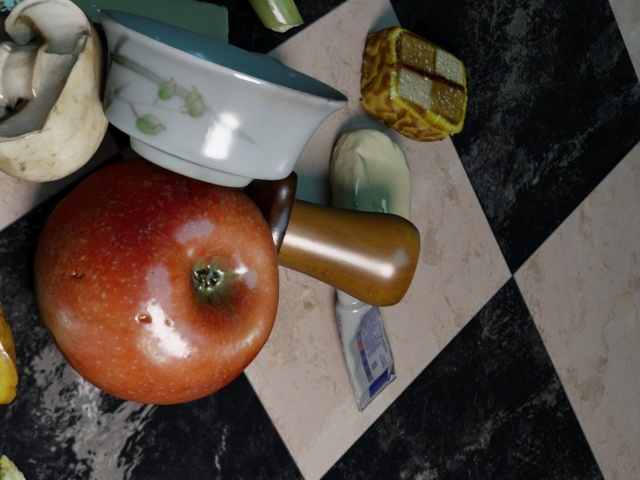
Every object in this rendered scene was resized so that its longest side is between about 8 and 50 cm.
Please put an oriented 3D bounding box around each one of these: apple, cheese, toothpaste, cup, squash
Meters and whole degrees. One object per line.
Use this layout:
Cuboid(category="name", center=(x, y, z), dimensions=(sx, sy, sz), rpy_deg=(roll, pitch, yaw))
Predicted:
Cuboid(category="apple", center=(-0.223, 0.054, 1.499), dimensions=(0.348, 0.277, 0.348), rpy_deg=(2, 87, -40))
Cuboid(category="cheese", center=(-0.305, -0.351, 1.618), dimensions=(0.400, 0.034, 0.085), rpy_deg=(3, 81, -41))
Cuboid(category="toothpaste", center=(0.074, 0.163, 1.873), dimensions=(0.099, 0.068, 0.282), rpy_deg=(-21, 123, -10))
Cuboid(category="cheese", center=(0.083, -0.067, 1.894), dimensions=(0.159, 0.093, 0.263), rpy_deg=(13, 77, -43))
Cuboid(category="cup", center=(-0.151, -0.176, 1.434), dimensions=(0.347, 0.347, 0.163), rpy_deg=(11, 105, -40))
Cuboid(category="squash", center=(-0.103, -0.461, 1.768), dimensions=(0.083, 0.083, 0.250), rpy_deg=(-35, 112, -36))

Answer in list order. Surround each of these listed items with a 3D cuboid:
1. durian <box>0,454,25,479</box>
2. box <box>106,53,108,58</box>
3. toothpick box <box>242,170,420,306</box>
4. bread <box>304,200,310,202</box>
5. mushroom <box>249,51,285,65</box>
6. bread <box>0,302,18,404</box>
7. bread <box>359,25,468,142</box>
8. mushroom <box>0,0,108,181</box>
Cuboid(category="durian", center=(-0.422, 0.391, 1.397), dimensions=(0.306, 0.172, 0.166), rpy_deg=(63, 28, -9))
Cuboid(category="box", center=(-0.332, -0.253, 1.592), dimensions=(0.083, 0.024, 0.054), rpy_deg=(47, 61, -28))
Cuboid(category="toothpick box", center=(0.000, 0.000, 1.701), dimensions=(0.294, 0.192, 0.192), rpy_deg=(16, 75, -11))
Cuboid(category="bread", center=(-0.032, -0.028, 1.821), dimensions=(0.083, 0.046, 0.081), rpy_deg=(-35, 111, -38))
Cuboid(category="mushroom", center=(-0.113, -0.211, 1.686), dimensions=(0.267, 0.164, 0.190), rpy_deg=(5, 85, -40))
Cuboid(category="bread", center=(-0.473, 0.095, 1.300), dimensions=(0.148, 0.270, 0.270), rpy_deg=(-23, 102, -34))
Cuboid(category="bread", center=(0.175, -0.289, 1.987), dimensions=(0.222, 0.096, 0.181), rpy_deg=(19, 72, -38))
Cuboid(category="mushroom", center=(-0.385, -0.189, 1.459), dimensions=(0.189, 0.195, 0.254), rpy_deg=(68, 28, -55))
